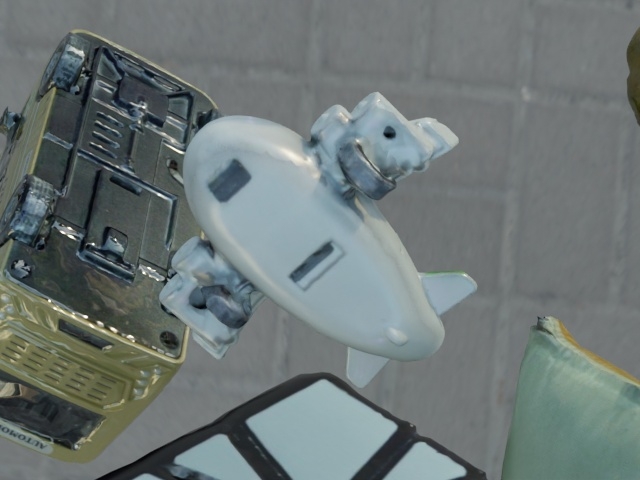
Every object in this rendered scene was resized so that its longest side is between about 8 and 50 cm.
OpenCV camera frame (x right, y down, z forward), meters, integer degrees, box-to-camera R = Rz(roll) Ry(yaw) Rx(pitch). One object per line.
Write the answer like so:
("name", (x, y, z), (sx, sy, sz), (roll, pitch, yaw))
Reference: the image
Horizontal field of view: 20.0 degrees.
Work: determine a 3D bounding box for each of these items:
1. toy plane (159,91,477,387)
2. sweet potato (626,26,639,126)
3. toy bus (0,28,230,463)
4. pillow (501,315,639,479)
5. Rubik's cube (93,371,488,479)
("toy plane", (0.000, 0.001, 0.919), (0.174, 0.080, 0.174), (-2, 116, -4))
("sweet potato", (0.393, -0.138, 1.332), (0.158, 0.370, 0.158), (6, 81, -39))
("toy bus", (-0.196, -0.006, 1.491), (0.177, 0.202, 0.365), (28, 34, -17))
("pillow", (0.179, 0.225, 0.912), (0.119, 0.310, 0.312), (-1, 105, -35))
("Rubik's cube", (-0.015, 0.301, 1.233), (0.293, 0.283, 0.288), (-24, 41, -39))
